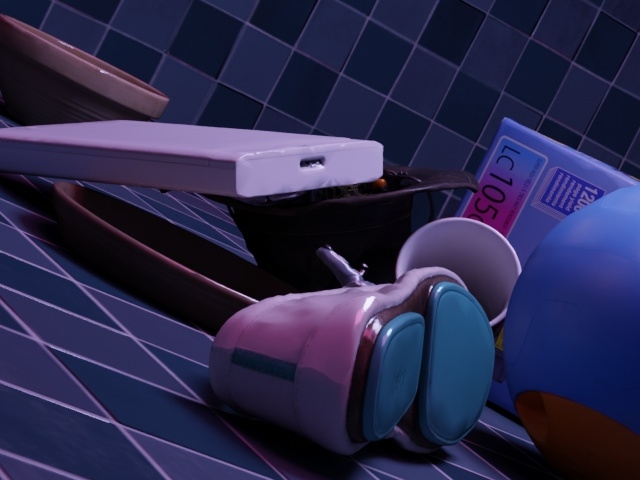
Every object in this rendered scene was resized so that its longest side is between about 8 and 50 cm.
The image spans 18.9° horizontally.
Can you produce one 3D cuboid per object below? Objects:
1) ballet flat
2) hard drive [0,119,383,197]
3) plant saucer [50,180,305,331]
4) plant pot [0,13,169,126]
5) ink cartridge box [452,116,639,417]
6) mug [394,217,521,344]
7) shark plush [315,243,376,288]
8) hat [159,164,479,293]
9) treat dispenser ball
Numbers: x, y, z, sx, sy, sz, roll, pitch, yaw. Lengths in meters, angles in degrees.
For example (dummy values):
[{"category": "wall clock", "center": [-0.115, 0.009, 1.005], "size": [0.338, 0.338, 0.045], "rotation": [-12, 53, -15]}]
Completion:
[{"category": "ballet flat", "center": [0.025, 0.078, 1.339], "size": [0.139, 0.139, 0.400], "rotation": [28, 5, 15]}, {"category": "hard drive", "center": [-0.127, -0.075, 1.723], "size": [0.307, 0.040, 0.203], "rotation": [7, 10, 37]}, {"category": "plant saucer", "center": [-0.105, 0.029, 1.604], "size": [0.278, 0.041, 0.278], "rotation": [27, 5, -2]}, {"category": "plant pot", "center": [-0.316, -0.182, 2.394], "size": [0.237, 0.110, 0.237], "rotation": [27, 3, -2]}, {"category": "ink cartridge box", "center": [0.309, 0.084, 1.931], "size": [0.395, 0.270, 0.151], "rotation": [28, 6, 22]}, {"category": "mug", "center": [0.103, 0.065, 1.786], "size": [0.150, 0.113, 0.169], "rotation": [-3, -24, -2]}, {"category": "shark plush", "center": [0.052, 0.068, 1.614], "size": [0.067, 0.073, 0.161], "rotation": [-17, 81, -53]}, {"category": "hat", "center": [0.000, 0.000, 1.825], "size": [0.331, 0.134, 0.331], "rotation": [1, 7, 0]}, {"category": "treat dispenser ball", "center": [0.300, 0.092, 1.638], "size": [0.288, 0.288, 0.288], "rotation": [27, 4, -2]}]
